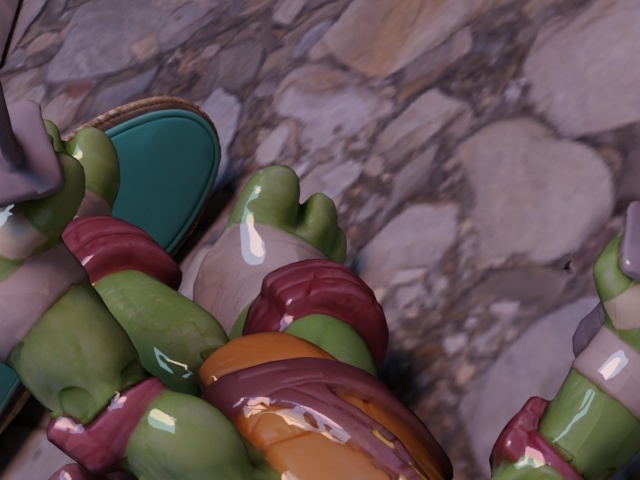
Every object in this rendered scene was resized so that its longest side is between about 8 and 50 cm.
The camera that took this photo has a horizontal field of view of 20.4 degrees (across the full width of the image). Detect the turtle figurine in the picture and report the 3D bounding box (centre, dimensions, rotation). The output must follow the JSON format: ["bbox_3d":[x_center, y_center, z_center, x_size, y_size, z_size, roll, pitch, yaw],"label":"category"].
[{"bbox_3d":[0.000,0.000,0.494,0.198,0.274,0.266,-22,23,-17],"label":"turtle figurine"}]

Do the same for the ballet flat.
[{"bbox_3d":[-0.123,0.020,0.723,0.206,0.073,0.067,-47,19,-14],"label":"ballet flat"}]

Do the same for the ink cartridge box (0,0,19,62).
[{"bbox_3d":[-0.243,-0.197,1.089,0.165,0.065,0.332,-24,39,26],"label":"ink cartridge box"}]
